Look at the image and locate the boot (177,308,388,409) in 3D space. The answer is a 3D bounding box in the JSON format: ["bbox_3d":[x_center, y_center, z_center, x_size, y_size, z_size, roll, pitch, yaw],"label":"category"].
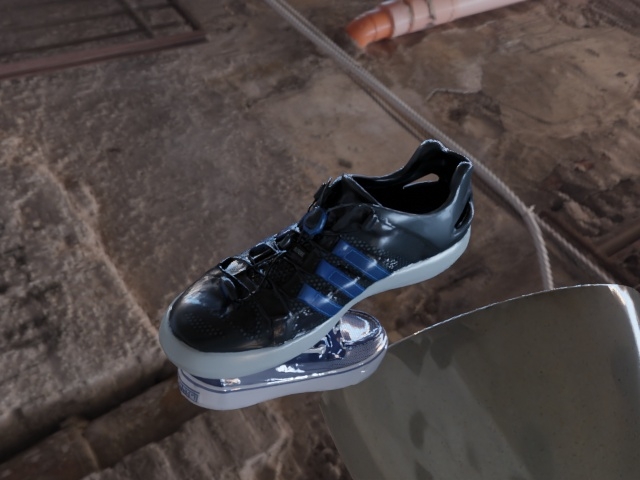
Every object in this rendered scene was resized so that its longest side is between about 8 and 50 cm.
[{"bbox_3d":[-0.009,0.058,0.507,0.069,0.190,0.086,33,-63,35],"label":"boot"}]

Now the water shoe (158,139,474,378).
[{"bbox_3d":[0.000,0.000,0.394,0.073,0.203,0.080,40,-37,37],"label":"water shoe"}]

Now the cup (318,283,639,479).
[{"bbox_3d":[0.187,0.219,0.663,0.331,0.331,0.237,122,-42,-53],"label":"cup"}]
